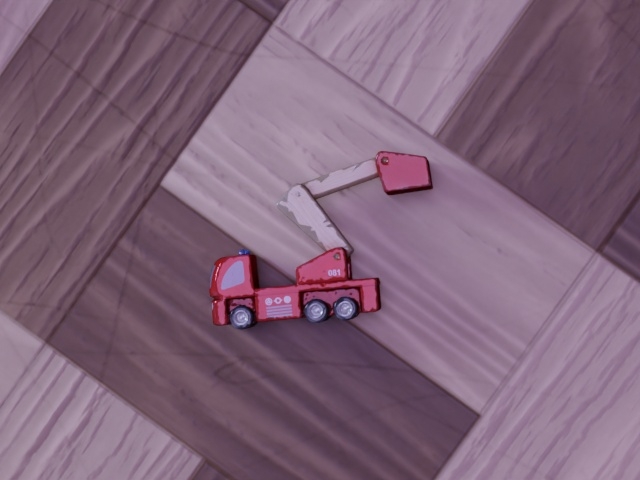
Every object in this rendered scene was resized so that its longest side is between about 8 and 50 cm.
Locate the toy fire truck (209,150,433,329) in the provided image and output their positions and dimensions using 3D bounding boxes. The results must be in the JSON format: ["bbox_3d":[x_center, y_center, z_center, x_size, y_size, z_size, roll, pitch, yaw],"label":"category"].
[{"bbox_3d":[0.000,0.000,1.481,0.192,0.047,0.135,-5,88,5],"label":"toy fire truck"}]
